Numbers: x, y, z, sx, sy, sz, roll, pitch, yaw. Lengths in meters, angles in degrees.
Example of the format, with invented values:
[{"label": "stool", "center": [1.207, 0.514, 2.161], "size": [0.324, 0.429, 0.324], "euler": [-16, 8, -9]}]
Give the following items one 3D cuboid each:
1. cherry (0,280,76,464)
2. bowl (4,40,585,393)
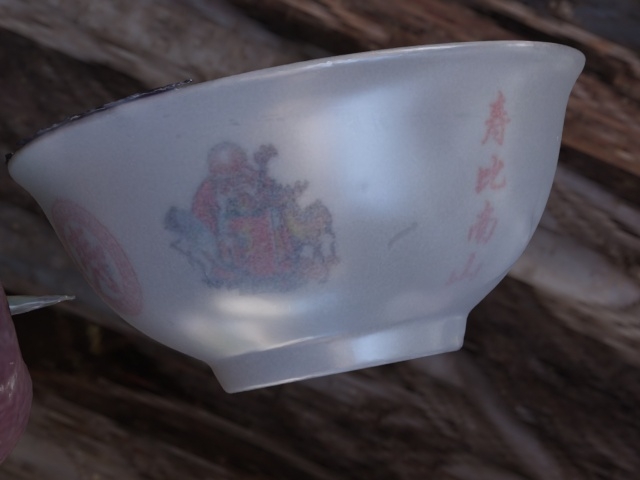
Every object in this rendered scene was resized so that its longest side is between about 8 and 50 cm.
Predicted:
[{"label": "cherry", "center": [-0.298, 0.077, 1.070], "size": [0.213, 0.285, 0.236], "euler": [-133, -145, -54]}, {"label": "bowl", "center": [0.000, 0.000, 0.930], "size": [0.345, 0.345, 0.157], "euler": [114, -35, -85]}]
